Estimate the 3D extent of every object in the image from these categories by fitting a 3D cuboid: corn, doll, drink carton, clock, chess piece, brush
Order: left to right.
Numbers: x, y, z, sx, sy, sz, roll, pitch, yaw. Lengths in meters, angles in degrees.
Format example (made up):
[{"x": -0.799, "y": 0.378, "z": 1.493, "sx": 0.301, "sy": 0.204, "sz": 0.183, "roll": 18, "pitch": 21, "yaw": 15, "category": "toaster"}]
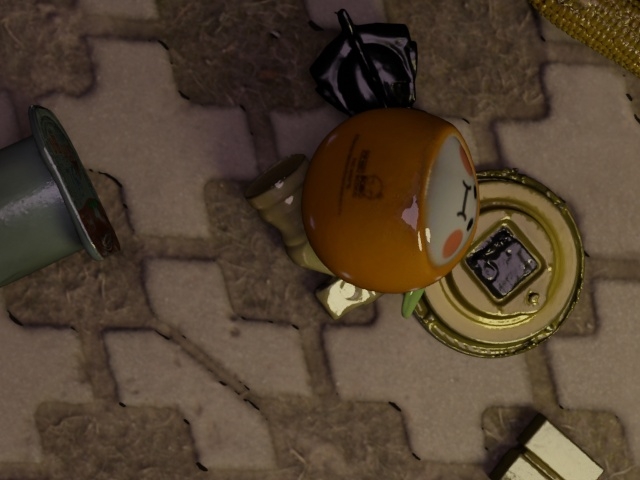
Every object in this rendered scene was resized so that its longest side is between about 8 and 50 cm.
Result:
[{"x": -0.353, "y": -0.032, "z": 1.610, "sx": 0.190, "sy": 0.185, "sz": 0.191, "roll": -24, "pitch": 95, "yaw": 5, "category": "drink carton"}, {"x": 0.000, "y": 0.000, "z": 1.694, "sx": 0.090, "sy": 0.090, "sz": 0.200, "roll": -37, "pitch": 106, "yaw": -5, "category": "chess piece"}, {"x": 0.072, "y": -0.162, "z": 1.697, "sx": 0.127, "sy": 0.088, "sz": 0.248, "roll": -36, "pitch": 104, "yaw": -25, "category": "doll"}, {"x": 0.091, "y": -0.035, "z": 1.614, "sx": 0.213, "sy": 0.236, "sz": 0.213, "roll": -9, "pitch": 68, "yaw": 22, "category": "doll"}, {"x": 0.215, "y": 0.029, "z": 1.725, "sx": 0.237, "sy": 0.057, "sz": 0.237, "roll": 0, "pitch": 89, "yaw": -7, "category": "clock"}, {"x": 0.328, "y": 0.326, "z": 1.745, "sx": 0.233, "sy": 0.047, "sz": 0.103, "roll": 40, "pitch": 86, "yaw": -6, "category": "brush"}, {"x": 0.382, "y": -0.256, "z": 1.719, "sx": 0.293, "sy": 0.106, "sz": 0.106, "roll": 31, "pitch": 87, "yaw": -7, "category": "corn"}]
